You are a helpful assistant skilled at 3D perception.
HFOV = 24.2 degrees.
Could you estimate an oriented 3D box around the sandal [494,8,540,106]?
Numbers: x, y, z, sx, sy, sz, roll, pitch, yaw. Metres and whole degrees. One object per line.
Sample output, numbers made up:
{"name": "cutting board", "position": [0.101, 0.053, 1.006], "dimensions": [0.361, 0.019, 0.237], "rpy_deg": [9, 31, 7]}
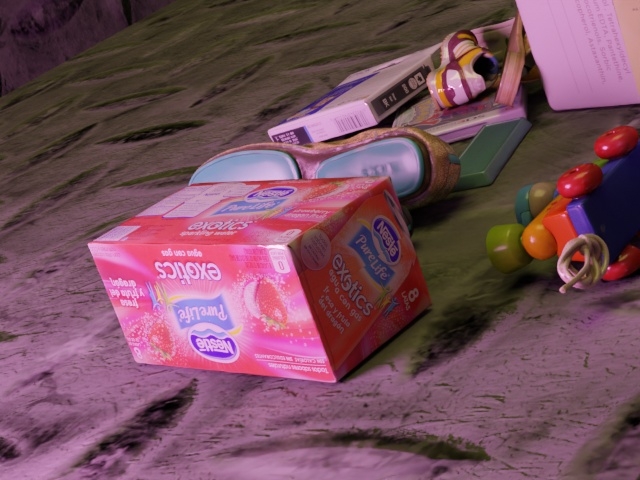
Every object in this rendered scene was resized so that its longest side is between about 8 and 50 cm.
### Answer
{"name": "sandal", "position": [0.277, -0.228, 1.927], "dimensions": [0.079, 0.088, 0.240], "rpy_deg": [16, 31, 4]}

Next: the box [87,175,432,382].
{"name": "box", "position": [-0.062, 0.032, 1.446], "dimensions": [0.300, 0.142, 0.154], "rpy_deg": [0, 26, 45]}

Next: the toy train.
{"name": "toy train", "position": [0.209, -0.003, 1.350], "dimensions": [0.143, 0.105, 0.248], "rpy_deg": [-18, 15, 41]}

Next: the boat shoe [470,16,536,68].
{"name": "boat shoe", "position": [0.300, -0.277, 2.062], "dimensions": [0.079, 0.084, 0.233], "rpy_deg": [-20, 16, -35]}

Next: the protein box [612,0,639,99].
{"name": "protein box", "position": [0.432, -0.210, 1.535], "dimensions": [0.200, 0.201, 0.136], "rpy_deg": [-8, 22, 33]}

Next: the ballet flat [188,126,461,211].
{"name": "ballet flat", "position": [0.008, -0.064, 1.733], "dimensions": [0.348, 0.123, 0.123], "rpy_deg": [-8, 22, 34]}

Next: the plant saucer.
{"name": "plant saucer", "position": [0.196, -0.105, 1.775], "dimensions": [0.067, 0.018, 0.192], "rpy_deg": [-10, 20, 27]}

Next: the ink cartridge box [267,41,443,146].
{"name": "ink cartridge box", "position": [0.061, -0.202, 2.112], "dimensions": [0.206, 0.045, 0.208], "rpy_deg": [-13, 20, 47]}

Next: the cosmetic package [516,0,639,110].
{"name": "cosmetic package", "position": [0.466, -0.373, 1.773], "dimensions": [0.394, 0.327, 0.329], "rpy_deg": [0, 27, 48]}

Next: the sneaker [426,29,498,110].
{"name": "sneaker", "position": [0.203, -0.232, 1.985], "dimensions": [0.084, 0.069, 0.185], "rpy_deg": [-13, 29, 25]}

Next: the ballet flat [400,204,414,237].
{"name": "ballet flat", "position": [0.000, 0.000, 1.597], "dimensions": [0.203, 0.074, 0.074], "rpy_deg": [-9, 21, 24]}

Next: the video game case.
{"name": "video game case", "position": [0.184, -0.171, 1.969], "dimensions": [0.183, 0.023, 0.201], "rpy_deg": [-15, 18, 14]}
